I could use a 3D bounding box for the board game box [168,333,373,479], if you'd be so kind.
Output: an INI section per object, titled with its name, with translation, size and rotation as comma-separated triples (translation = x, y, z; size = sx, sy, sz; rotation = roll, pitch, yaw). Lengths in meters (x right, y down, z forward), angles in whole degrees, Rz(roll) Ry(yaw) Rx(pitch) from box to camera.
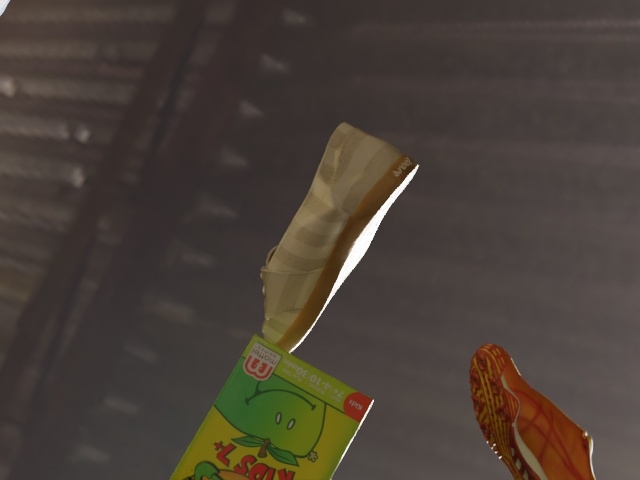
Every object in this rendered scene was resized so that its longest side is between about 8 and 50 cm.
[board game box]
translation = -0.049, 0.163, 1.190
size = 0.181, 0.092, 0.043
rotation = -60, 176, -21

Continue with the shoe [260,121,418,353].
[shoe]
translation = 0.000, 0.000, 1.259
size = 0.076, 0.058, 0.219
rotation = -52, 176, -44

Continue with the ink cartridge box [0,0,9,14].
[ink cartridge box]
translation = -0.125, -0.114, 0.652
size = 0.083, 0.048, 0.028
rotation = -48, -170, 46

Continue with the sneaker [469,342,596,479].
[sneaker]
translation = 0.175, 0.156, 1.449
size = 0.067, 0.175, 0.064
rotation = -32, -173, -25
